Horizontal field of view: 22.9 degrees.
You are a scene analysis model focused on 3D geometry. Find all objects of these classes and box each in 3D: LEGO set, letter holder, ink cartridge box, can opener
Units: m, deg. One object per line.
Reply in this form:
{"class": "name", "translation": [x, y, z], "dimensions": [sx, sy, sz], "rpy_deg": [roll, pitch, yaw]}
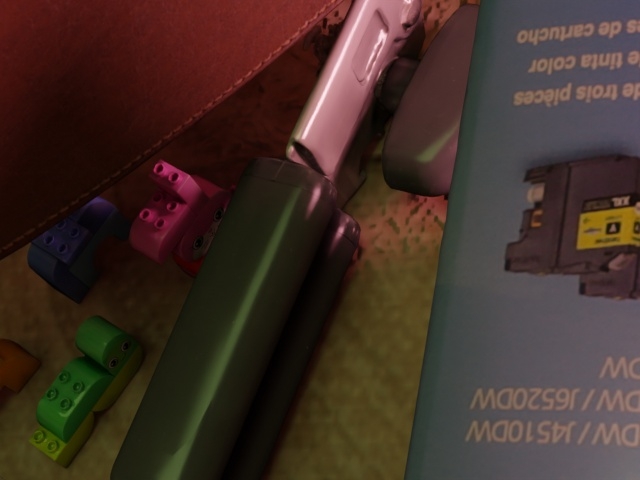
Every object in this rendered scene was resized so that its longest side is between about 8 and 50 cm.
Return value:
{"class": "LEGO set", "translation": [-0.136, 0.039, 0.710], "dimensions": [0.087, 0.093, 0.227], "rpy_deg": [29, 77, 31]}
{"class": "letter holder", "translation": [-0.097, -0.097, 0.660], "dimensions": [0.302, 0.214, 0.152], "rpy_deg": [-40, 48, -20]}
{"class": "ink cartridge box", "translation": [0.130, 0.106, 0.462], "dimensions": [0.151, 0.270, 0.396], "rpy_deg": [-1, 63, 23]}
{"class": "can opener", "translation": [0.000, 0.000, 0.687], "dimensions": [0.093, 0.074, 0.280], "rpy_deg": [19, 73, 28]}
